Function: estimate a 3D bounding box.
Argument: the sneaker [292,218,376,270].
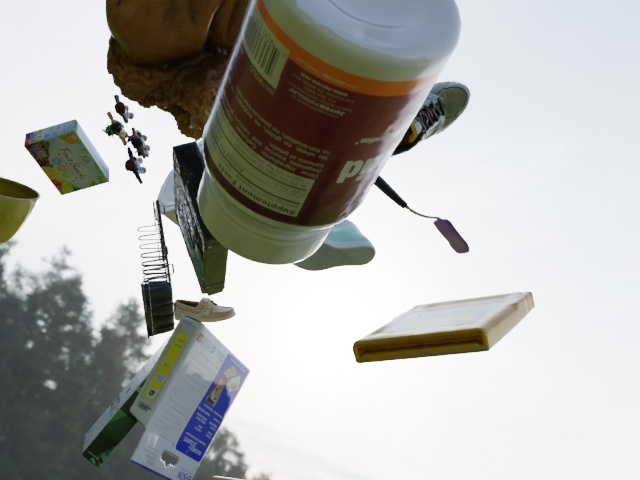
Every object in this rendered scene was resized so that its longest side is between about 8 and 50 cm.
[{"bbox_3d":[0.000,0.000,2.139,0.256,0.151,0.094,3,-58,-27],"label":"sneaker"}]

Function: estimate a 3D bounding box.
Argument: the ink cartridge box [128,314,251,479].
[{"bbox_3d":[-0.291,0.355,1.793,0.072,0.307,0.303,22,-19,24],"label":"ink cartridge box"}]

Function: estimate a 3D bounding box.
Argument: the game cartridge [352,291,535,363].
[{"bbox_3d":[0.259,0.170,1.701,0.285,0.323,0.053,-11,-84,31],"label":"game cartridge"}]

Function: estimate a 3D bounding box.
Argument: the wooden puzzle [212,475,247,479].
[{"bbox_3d":[-0.173,0.761,2.017,0.080,0.348,0.322,4,-9,-45],"label":"wooden puzzle"}]

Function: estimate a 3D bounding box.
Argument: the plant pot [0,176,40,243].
[{"bbox_3d":[-0.566,-0.051,1.445,0.134,0.095,0.134,19,10,-3],"label":"plant pot"}]

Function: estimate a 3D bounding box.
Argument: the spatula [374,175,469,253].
[{"bbox_3d":[0.203,-0.066,1.775,0.296,0.030,0.084,35,-13,-13],"label":"spatula"}]

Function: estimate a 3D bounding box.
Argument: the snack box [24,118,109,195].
[{"bbox_3d":[-0.463,-0.151,1.532,0.100,0.037,0.141,-16,-39,5],"label":"snack box"}]

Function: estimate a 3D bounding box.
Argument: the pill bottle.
[{"bbox_3d":[-0.014,-0.152,1.004,0.224,0.224,0.392,24,-41,-5],"label":"pill bottle"}]

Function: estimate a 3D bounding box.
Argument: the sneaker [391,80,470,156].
[{"bbox_3d":[0.171,-0.203,1.464,0.088,0.225,0.093,59,-7,-17],"label":"sneaker"}]

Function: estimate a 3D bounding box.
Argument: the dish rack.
[{"bbox_3d":[-0.363,0.056,1.832,0.074,0.271,0.208,-6,-30,-13],"label":"dish rack"}]

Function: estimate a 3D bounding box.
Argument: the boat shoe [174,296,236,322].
[{"bbox_3d":[-0.300,0.174,2.136,0.170,0.059,0.063,-1,12,13],"label":"boat shoe"}]

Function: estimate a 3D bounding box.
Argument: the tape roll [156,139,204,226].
[{"bbox_3d":[-0.330,-0.163,2.334,0.100,0.286,0.286,40,-32,-29],"label":"tape roll"}]

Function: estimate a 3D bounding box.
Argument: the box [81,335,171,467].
[{"bbox_3d":[-0.436,0.374,1.982,0.058,0.322,0.232,40,-10,-9],"label":"box"}]

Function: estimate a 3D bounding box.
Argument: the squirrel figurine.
[{"bbox_3d":[-0.191,-0.386,1.521,0.370,0.281,0.397,9,-62,-10],"label":"squirrel figurine"}]

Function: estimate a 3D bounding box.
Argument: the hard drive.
[{"bbox_3d":[-0.269,-0.039,1.875,0.064,0.237,0.339,-15,-22,-16],"label":"hard drive"}]

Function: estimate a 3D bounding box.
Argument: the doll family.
[{"bbox_3d":[-0.417,-0.218,1.811,0.193,0.076,0.111,58,-4,-5],"label":"doll family"}]
